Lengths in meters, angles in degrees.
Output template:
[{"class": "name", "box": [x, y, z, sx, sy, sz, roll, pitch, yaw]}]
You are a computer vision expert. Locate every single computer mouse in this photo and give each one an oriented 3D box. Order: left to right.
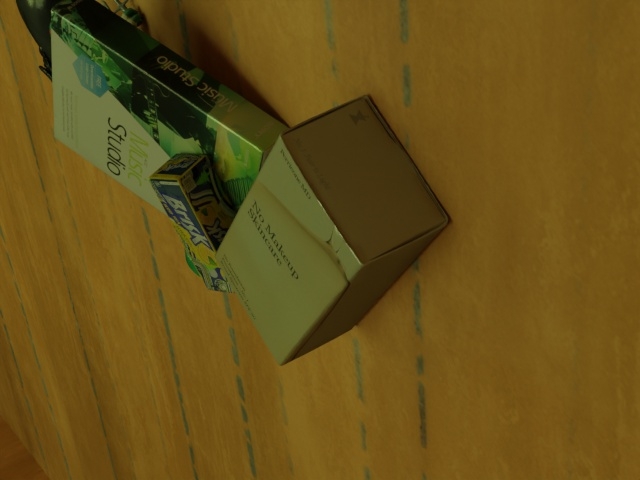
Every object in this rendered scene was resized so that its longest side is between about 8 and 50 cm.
[{"class": "computer mouse", "box": [-0.389, -0.305, 1.810, 0.188, 0.072, 0.272, 42, 147, 39]}]

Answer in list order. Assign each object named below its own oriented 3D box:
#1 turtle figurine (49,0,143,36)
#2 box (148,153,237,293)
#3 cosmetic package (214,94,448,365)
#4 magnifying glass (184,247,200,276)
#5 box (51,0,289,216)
[{"class": "turtle figurine", "box": [-0.292, -0.228, 1.663, 0.234, 0.118, 0.175, 62, 155, -9]}, {"class": "box", "box": [-0.134, -0.019, 1.474, 0.059, 0.054, 0.169, 6, 131, 43]}, {"class": "cosmetic package", "box": [0.000, 0.000, 1.323, 0.160, 0.113, 0.309, 58, 154, 13]}, {"class": "magnifying glass", "box": [-0.077, 0.048, 1.554, 0.231, 0.092, 0.026, 36, 140, 27]}, {"class": "box", "box": [-0.190, -0.130, 1.512, 0.322, 0.058, 0.232, 33, 145, 14]}]
